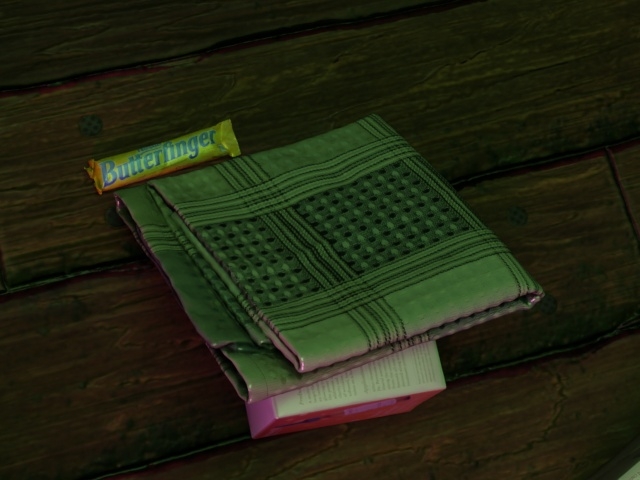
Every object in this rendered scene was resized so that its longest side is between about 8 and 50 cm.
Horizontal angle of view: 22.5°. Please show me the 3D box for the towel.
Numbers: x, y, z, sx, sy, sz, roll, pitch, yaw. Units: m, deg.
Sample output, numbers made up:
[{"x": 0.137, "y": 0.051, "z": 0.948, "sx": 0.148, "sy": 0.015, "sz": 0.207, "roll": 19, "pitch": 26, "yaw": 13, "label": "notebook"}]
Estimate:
[{"x": 0.000, "y": 0.000, "z": 1.549, "sx": 0.324, "sy": 0.056, "sz": 0.312, "roll": -18, "pitch": 47, "yaw": -23, "label": "towel"}]

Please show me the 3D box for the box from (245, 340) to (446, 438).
[{"x": 0.017, "y": 0.127, "z": 1.568, "sx": 0.170, "sy": 0.130, "sz": 0.091, "roll": -9, "pitch": 77, "yaw": -15, "label": "box"}]

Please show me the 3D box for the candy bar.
[{"x": -0.161, "y": -0.084, "z": 1.644, "sx": 0.161, "sy": 0.018, "sz": 0.040, "roll": -17, "pitch": 79, "yaw": -18, "label": "candy bar"}]

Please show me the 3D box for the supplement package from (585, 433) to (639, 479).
[{"x": 0.368, "y": 0.293, "z": 1.596, "sx": 0.194, "sy": 0.149, "sz": 0.203, "roll": -36, "pitch": 85, "yaw": -20, "label": "supplement package"}]
